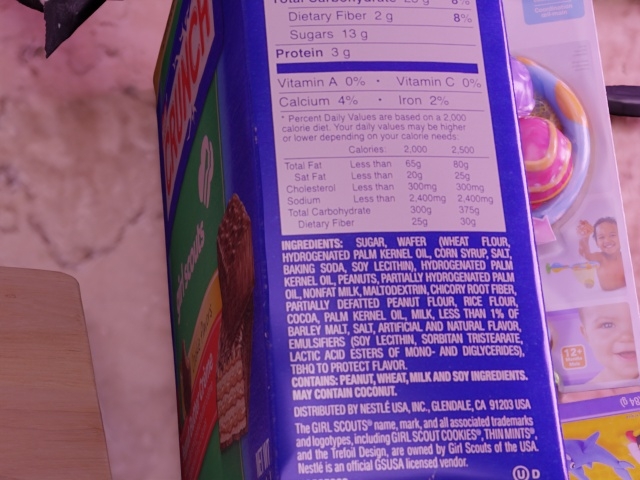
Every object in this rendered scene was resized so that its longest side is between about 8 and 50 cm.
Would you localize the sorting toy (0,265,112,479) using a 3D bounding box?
[{"bbox_3d":[-0.224,0.119,0.689,0.257,0.089,0.255,5,38,-21],"label":"sorting toy"}]

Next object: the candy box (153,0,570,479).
[{"bbox_3d":[0.000,0.000,0.743,0.122,0.268,0.317,1,66,-12],"label":"candy box"}]

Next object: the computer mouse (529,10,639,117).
[{"bbox_3d":[0.233,-0.158,0.950,0.262,0.060,0.184,2,66,-5],"label":"computer mouse"}]

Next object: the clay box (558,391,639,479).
[{"bbox_3d":[0.146,0.179,0.769,0.127,0.053,0.222,-8,50,-10],"label":"clay box"}]

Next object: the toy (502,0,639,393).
[{"bbox_3d":[0.092,-0.035,0.866,0.136,0.056,0.237,-7,76,4],"label":"toy"}]

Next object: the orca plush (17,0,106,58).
[{"bbox_3d":[-0.145,-0.207,0.893,0.102,0.151,0.287,4,25,-41],"label":"orca plush"}]
